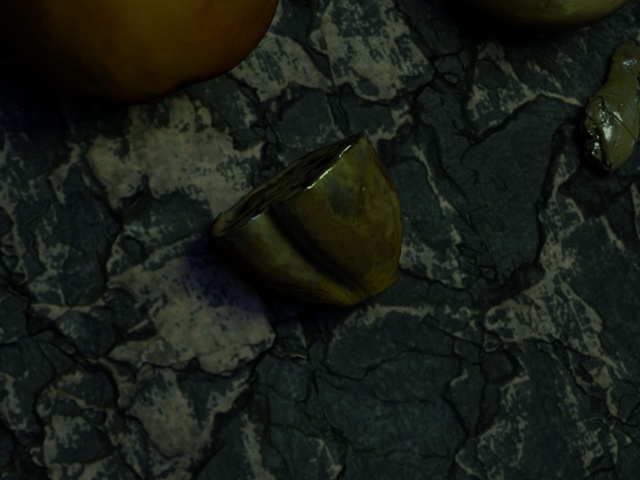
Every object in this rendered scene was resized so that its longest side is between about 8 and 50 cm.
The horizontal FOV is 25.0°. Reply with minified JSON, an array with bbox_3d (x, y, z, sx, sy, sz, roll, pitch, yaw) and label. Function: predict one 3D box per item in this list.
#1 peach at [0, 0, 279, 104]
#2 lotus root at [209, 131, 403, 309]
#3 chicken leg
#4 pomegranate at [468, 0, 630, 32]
[{"bbox_3d":[-0.210,-0.299,1.573,0.343,0.343,0.301,-24,107,-23],"label":"peach"},{"bbox_3d":[0.001,0.000,1.637,0.199,0.188,0.180,-37,103,-25],"label":"lotus root"},{"bbox_3d":[0.385,-0.182,1.871,0.085,0.069,0.198,27,62,-11],"label":"chicken leg"},{"bbox_3d":[0.291,-0.432,1.769,0.338,0.338,0.338,5,74,-17],"label":"pomegranate"}]
